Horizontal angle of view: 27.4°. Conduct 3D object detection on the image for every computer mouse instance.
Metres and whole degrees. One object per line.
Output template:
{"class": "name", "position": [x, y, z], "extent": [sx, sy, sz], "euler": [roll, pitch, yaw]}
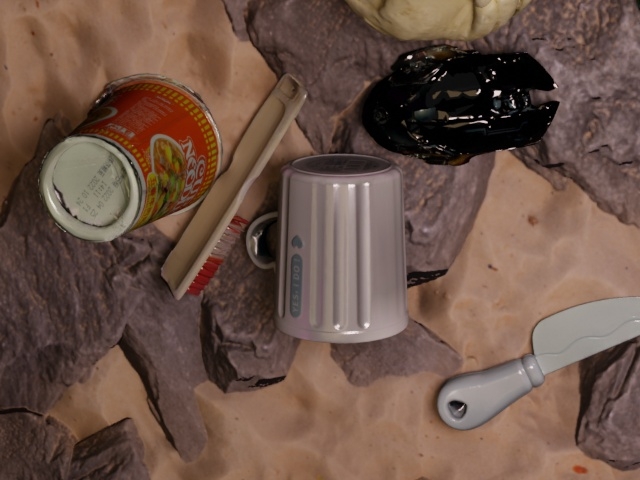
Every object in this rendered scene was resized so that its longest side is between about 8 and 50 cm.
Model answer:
{"class": "computer mouse", "position": [0.160, -0.154, 1.544], "extent": [0.241, 0.077, 0.147], "euler": [-7, 108, 17]}

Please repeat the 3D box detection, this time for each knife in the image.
{"class": "knife", "position": [0.288, 0.137, 1.629], "extent": [0.331, 0.044, 0.080], "euler": [-31, 91, 16]}

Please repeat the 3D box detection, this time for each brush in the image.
{"class": "brush", "position": [-0.101, -0.062, 1.655], "extent": [0.321, 0.050, 0.060], "euler": [-57, 43, 18]}

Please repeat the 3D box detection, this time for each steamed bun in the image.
{"class": "steamed bun", "position": [0.174, -0.333, 1.392], "extent": [0.203, 0.276, 0.289], "euler": [33, 89, -9]}

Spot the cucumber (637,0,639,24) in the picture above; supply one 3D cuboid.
{"class": "cucumber", "position": [0.389, -0.315, 1.449], "extent": [0.039, 0.039, 0.168], "euler": [31, 110, 4]}

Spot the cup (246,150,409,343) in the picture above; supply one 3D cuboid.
{"class": "cup", "position": [-0.001, 0.004, 1.593], "extent": [0.221, 0.167, 0.202], "euler": [4, 106, 12]}

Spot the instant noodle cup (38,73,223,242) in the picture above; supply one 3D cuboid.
{"class": "instant noodle cup", "position": [-0.240, -0.092, 1.597], "extent": [0.193, 0.212, 0.193], "euler": [5, 108, 14]}
